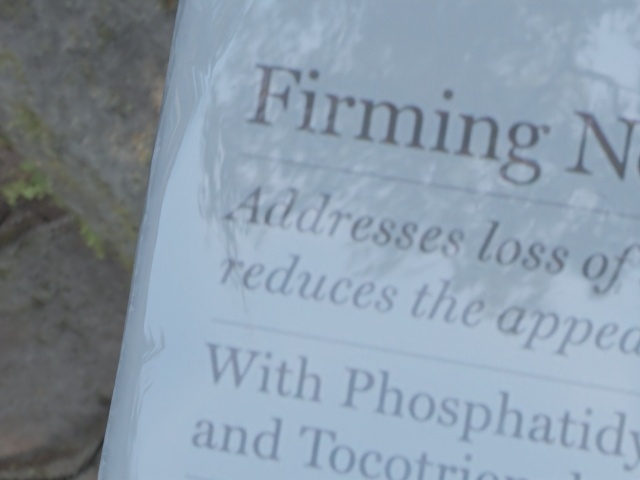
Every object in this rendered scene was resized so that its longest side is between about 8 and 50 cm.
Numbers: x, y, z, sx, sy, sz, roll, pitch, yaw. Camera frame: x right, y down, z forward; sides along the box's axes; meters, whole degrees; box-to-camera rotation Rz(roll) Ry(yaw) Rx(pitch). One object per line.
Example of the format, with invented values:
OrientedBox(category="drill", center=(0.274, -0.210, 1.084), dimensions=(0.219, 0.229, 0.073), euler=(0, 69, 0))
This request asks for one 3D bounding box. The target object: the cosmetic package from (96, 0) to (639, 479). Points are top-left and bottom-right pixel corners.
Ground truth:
OrientedBox(category="cosmetic package", center=(0.133, -0.039, 0.621), dimensions=(0.329, 0.393, 0.327), euler=(9, 179, 8))
